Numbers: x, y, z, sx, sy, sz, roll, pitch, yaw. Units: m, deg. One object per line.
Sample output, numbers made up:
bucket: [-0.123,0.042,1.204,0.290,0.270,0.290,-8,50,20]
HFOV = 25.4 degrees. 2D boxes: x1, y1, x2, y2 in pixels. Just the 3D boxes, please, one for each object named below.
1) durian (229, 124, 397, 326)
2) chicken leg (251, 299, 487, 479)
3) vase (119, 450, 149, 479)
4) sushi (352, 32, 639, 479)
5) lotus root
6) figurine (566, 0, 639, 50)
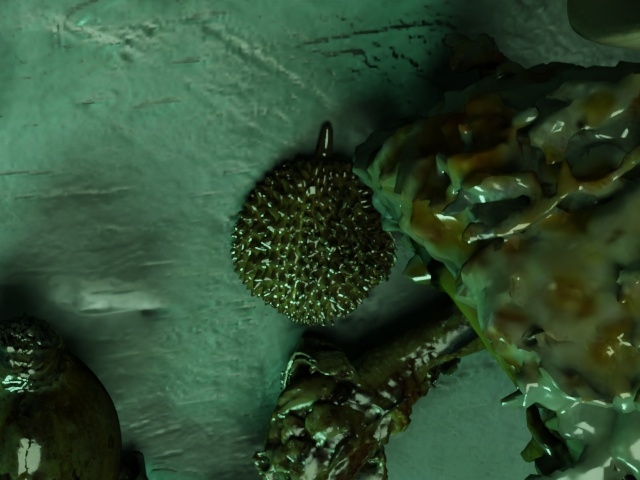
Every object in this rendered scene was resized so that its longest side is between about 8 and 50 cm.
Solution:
durian: [0.003,0.001,0.894,0.110,0.071,0.140,-3,119,-15]
chicken leg: [0.034,0.103,0.974,0.125,0.080,0.196,25,106,-40]
vase: [-0.086,0.221,0.995,0.120,0.120,0.183,-40,110,11]
sushi: [0.160,0.067,0.784,0.175,0.417,0.417,-31,126,8]
lotus root: [-0.186,0.130,0.895,0.120,0.120,0.210,-3,124,-15]
figurine: [0.289,-0.207,0.772,0.204,0.185,0.332,30,120,7]
